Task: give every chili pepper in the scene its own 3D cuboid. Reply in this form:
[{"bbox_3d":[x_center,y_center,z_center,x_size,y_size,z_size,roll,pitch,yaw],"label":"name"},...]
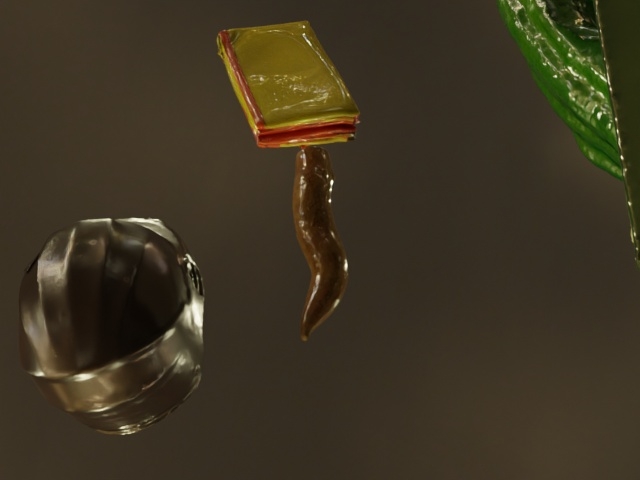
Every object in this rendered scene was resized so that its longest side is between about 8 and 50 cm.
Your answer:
[{"bbox_3d":[0.342,-0.140,0.971,0.213,0.167,0.385,-17,-118,-40],"label":"chili pepper"}]

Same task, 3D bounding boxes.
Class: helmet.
[{"bbox_3d":[-0.273,0.080,1.183,0.225,0.177,0.305,-17,-112,7],"label":"helmet"}]

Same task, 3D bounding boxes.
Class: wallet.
[{"bbox_3d":[-0.049,-0.206,1.279,0.141,0.067,0.241,-9,-136,-13],"label":"wallet"}]

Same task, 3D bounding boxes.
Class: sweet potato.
[{"bbox_3d":[0.000,0.000,1.259,0.067,0.059,0.281,21,-130,-41],"label":"sweet potato"}]

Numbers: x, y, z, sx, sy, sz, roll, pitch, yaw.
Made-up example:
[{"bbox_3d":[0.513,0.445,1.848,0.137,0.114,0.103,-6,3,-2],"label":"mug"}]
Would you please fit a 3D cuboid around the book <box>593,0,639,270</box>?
[{"bbox_3d":[0.221,-0.165,0.359,0.043,0.260,0.370,-46,-54,-54],"label":"book"}]
